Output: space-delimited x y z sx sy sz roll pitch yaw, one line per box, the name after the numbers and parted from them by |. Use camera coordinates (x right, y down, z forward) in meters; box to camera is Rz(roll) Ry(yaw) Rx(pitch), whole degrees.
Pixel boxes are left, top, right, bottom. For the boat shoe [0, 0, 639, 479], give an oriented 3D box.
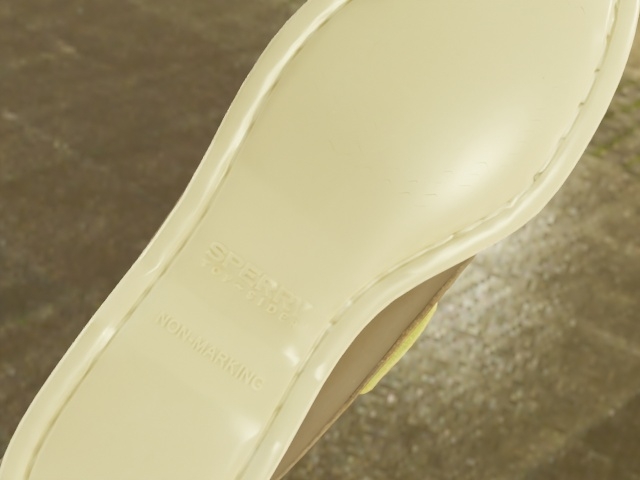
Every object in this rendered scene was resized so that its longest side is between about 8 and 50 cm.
0.000 0.000 0.625 0.116 0.324 0.097 38 -6 1 | boat shoe
